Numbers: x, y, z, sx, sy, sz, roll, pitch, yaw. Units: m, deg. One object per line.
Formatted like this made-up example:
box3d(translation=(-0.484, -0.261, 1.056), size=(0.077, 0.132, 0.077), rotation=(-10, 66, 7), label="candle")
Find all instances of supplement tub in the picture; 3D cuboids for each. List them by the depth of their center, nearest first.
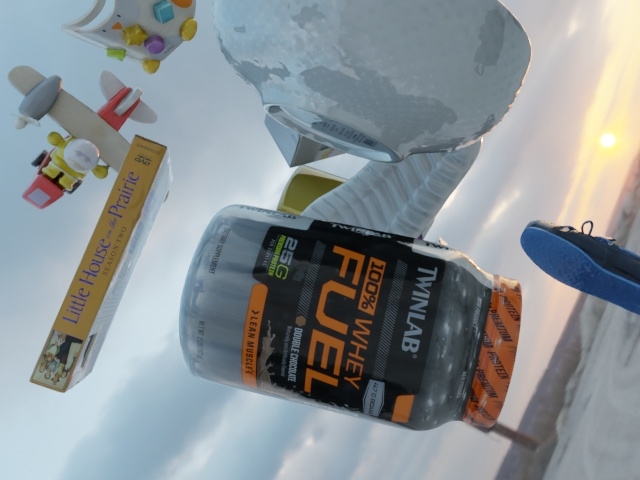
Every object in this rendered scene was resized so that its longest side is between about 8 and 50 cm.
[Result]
box3d(translation=(0.034, 0.087, 0.735), size=(0.207, 0.338, 0.206), rotation=(11, -90, -82), label="supplement tub")

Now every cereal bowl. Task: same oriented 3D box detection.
box3d(translation=(0.036, -0.176, 0.699), size=(0.141, 0.339, 0.339), rotation=(-69, -21, -2), label="cereal bowl")

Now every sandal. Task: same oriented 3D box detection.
box3d(translation=(0.104, -0.045, 1.045), size=(0.416, 0.169, 0.102), rotation=(-43, -13, 32), label="sandal")

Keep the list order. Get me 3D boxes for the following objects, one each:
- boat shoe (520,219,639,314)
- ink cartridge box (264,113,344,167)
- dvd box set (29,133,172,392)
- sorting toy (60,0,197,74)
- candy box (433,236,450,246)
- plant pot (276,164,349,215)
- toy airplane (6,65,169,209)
box3d(translation=(0.459, 0.038, 1.105), size=(0.089, 0.258, 0.109), rotation=(-52, -10, -34), label="boat shoe")
box3d(translation=(-0.001, -0.244, 1.299), size=(0.176, 0.128, 0.127), rotation=(-18, -25, -26), label="ink cartridge box")
box3d(translation=(-0.371, 0.043, 1.176), size=(0.307, 0.062, 0.420), rotation=(159, 132, -79), label="dvd box set")
box3d(translation=(-0.133, -0.150, 0.450), size=(0.083, 0.044, 0.075), rotation=(-33, -14, 28), label="sorting toy")
box3d(translation=(0.284, 0.102, 1.309), size=(0.070, 0.196, 0.165), rotation=(-45, 7, 17), label="candy box")
box3d(translation=(0.000, 0.000, 1.269), size=(0.187, 0.212, 0.212), rotation=(-42, -31, -64), label="plant pot")
box3d(translation=(-0.603, -0.261, 1.749), size=(0.272, 0.387, 0.384), rotation=(-126, 36, -64), label="toy airplane")
